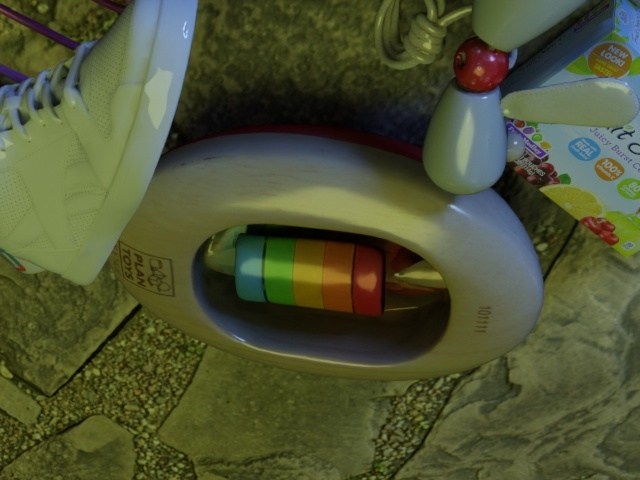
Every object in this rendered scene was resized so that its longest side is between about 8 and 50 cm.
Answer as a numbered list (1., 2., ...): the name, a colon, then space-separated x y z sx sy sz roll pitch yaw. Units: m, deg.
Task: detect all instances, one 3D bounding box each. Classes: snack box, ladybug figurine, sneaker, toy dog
1. snack box: 0.274 -0.099 1.070 0.207 0.070 0.174 35 133 -20
2. ladybug figurine: 0.000 0.000 1.180 0.449 0.162 0.305 9 136 6
3. sneaker: -0.198 -0.078 0.797 0.169 0.108 0.292 19 138 -17
4. toy dog: 0.192 -0.195 0.938 0.161 0.220 0.333 -3 151 -26

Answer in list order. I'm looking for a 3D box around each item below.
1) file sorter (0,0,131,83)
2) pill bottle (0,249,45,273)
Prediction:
1. file sorter: -0.202 -0.235 0.917 0.182 0.290 0.202 25 136 -13
2. pill bottle: -0.343 -0.078 1.229 0.124 0.124 0.221 -19 126 31
